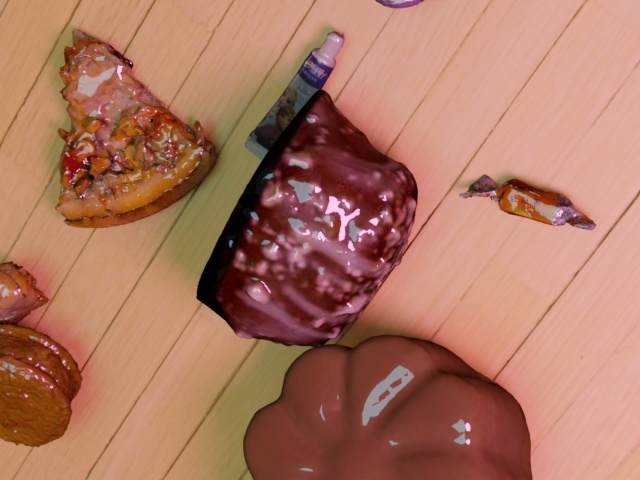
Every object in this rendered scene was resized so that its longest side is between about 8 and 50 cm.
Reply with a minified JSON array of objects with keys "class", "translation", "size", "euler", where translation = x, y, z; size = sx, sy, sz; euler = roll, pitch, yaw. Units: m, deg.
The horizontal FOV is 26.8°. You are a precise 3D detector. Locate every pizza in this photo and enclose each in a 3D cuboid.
[{"class":"pizza","translation":[-0.267,-0.154,1.913],"size":[0.251,0.074,0.288],"euler":[3,103,18]}]

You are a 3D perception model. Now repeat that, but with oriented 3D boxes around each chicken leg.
[{"class":"chicken leg","translation":[-0.485,0.107,2.046],"size":[0.085,0.101,0.207],"euler":[47,133,11]}]

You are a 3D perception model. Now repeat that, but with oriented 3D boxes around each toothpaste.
[{"class":"toothpaste","translation":[-0.030,-0.194,1.832],"size":[0.062,0.037,0.216],"euler":[39,116,8]}]

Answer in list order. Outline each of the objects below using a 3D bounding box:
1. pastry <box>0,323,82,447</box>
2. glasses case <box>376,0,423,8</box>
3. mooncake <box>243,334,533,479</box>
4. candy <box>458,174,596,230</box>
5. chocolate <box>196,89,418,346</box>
[{"class":"pastry","translation":[-0.451,0.216,2.009],"size":[0.188,0.103,0.189],"euler":[6,131,7]},{"class":"glasses case","translation":[0.067,-0.431,1.719],"size":[0.109,0.067,0.282],"euler":[-25,89,-1]},{"class":"mooncake","translation":[0.080,0.303,1.732],"size":[0.378,0.201,0.378],"euler":[-8,69,22]},{"class":"candy","translation":[0.271,-0.051,1.735],"size":[0.182,0.053,0.046],"euler":[17,105,20]},{"class":"chocolate","translation":[0.000,0.000,1.764],"size":[0.210,0.225,0.340],"euler":[31,113,5]}]
